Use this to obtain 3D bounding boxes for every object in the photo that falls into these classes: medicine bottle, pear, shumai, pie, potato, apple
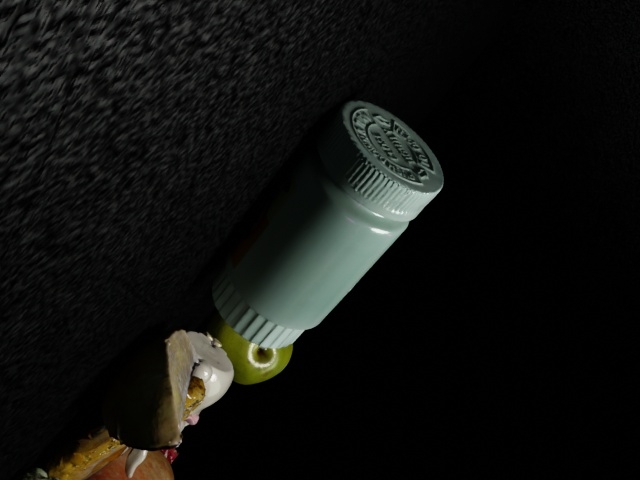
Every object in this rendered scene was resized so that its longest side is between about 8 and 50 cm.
[{"bbox_3d":[-0.002,-0.010,1.135,0.318,0.158,0.158,-50,178,30],"label":"medicine bottle"},{"bbox_3d":[-0.153,0.198,1.818,0.166,0.180,0.216,-57,-154,-11],"label":"pear"},{"bbox_3d":[-0.364,0.312,1.133,0.083,0.082,0.080,-36,-145,-3],"label":"shumai"},{"bbox_3d":[-0.278,0.265,1.275,0.273,0.069,0.273,-33,-178,1],"label":"pie"},{"bbox_3d":[-0.227,0.169,1.147,0.120,0.100,0.261,-10,-165,-1],"label":"potato"},{"bbox_3d":[-0.364,0.439,1.614,0.188,0.174,0.188,-47,172,-9],"label":"apple"}]

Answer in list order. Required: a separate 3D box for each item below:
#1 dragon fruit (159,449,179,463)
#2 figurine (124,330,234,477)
[{"bbox_3d":[-0.477,0.560,2.155,0.189,0.163,0.262,2,-136,46],"label":"dragon fruit"},{"bbox_3d":[-0.256,0.264,1.479,0.235,0.127,0.155,-48,-158,9],"label":"figurine"}]
